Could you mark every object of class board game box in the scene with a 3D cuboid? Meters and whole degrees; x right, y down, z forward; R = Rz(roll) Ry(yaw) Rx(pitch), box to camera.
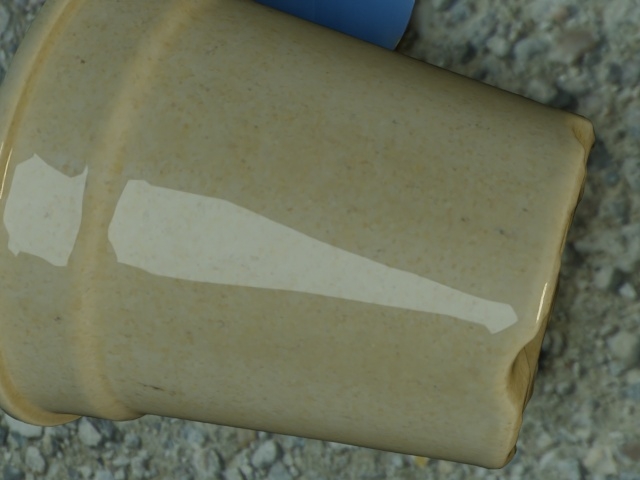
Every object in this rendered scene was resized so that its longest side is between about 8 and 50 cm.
[{"bbox_3d":[0.004,-0.195,0.795,0.169,0.033,0.133,9,107,32],"label":"board game box"}]

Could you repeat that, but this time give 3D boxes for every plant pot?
[{"bbox_3d":[0.000,0.000,0.691,0.306,0.334,0.333,15,105,13],"label":"plant pot"}]
